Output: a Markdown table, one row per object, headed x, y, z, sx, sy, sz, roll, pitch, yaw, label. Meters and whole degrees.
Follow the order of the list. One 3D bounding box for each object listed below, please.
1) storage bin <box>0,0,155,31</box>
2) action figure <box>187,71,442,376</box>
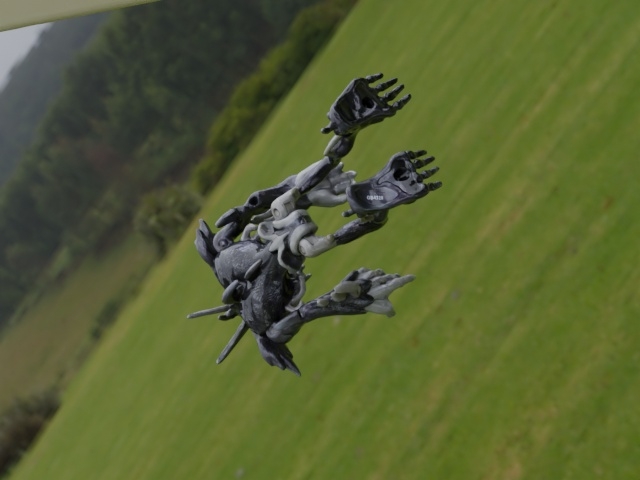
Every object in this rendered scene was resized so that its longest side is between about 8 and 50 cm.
| x | y | z | sx | sy | sz | roll | pitch | yaw | label |
| --- | --- | --- | --- | --- | --- | --- | --- | --- | --- |
| -0.080 | -0.249 | 0.840 | 0.262 | 0.123 | 0.260 | -8 | 42 | 23 | storage bin |
| 0.000 | 0.000 | 1.221 | 0.141 | 0.164 | 0.275 | -11 | -27 | -40 | action figure |
